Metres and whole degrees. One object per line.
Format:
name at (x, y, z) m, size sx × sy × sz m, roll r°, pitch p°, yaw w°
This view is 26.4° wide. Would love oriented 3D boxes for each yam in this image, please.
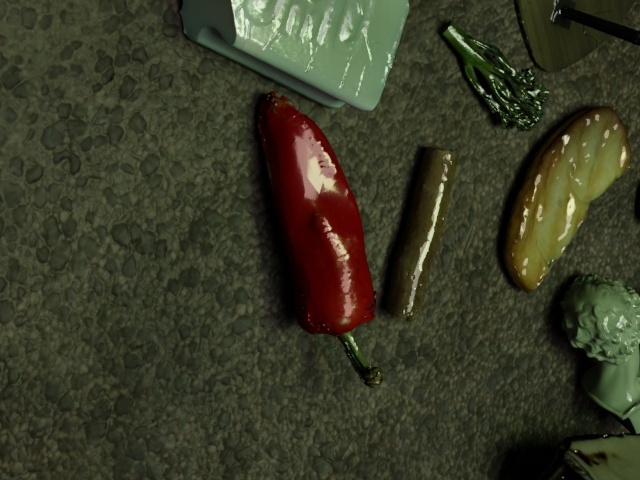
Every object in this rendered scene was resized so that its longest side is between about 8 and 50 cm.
yam at (0.135, -0.011, 1.822) m, size 0.057 × 0.057 × 0.241 m, roll 16°, pitch 86°, yaw -39°

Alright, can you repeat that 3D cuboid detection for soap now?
soap at (-0.037, -0.281, 1.606) m, size 0.289 × 0.095 × 0.172 m, roll 23°, pitch 83°, yaw -39°

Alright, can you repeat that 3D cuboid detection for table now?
table at (0.459, -0.400, 1.882) m, size 0.317 × 0.249 × 0.317 m, roll -8°, pitch 103°, yaw -37°

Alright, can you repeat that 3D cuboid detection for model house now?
model house at (0.422, 0.465, 2.015) m, size 0.317 × 0.297 × 0.282 m, roll 2°, pitch 141°, yaw -44°

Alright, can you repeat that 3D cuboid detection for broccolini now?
broccolini at (0.239, -0.222, 1.858) m, size 0.203 × 0.068 × 0.091 m, roll 35°, pitch 95°, yaw -36°

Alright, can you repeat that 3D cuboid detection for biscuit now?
biscuit at (0.351, -0.074, 1.986) m, size 0.299 × 0.045 × 0.154 m, roll -49°, pitch 125°, yaw -20°

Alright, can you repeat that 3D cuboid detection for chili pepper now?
chili pepper at (0.000, 0.000, 1.685) m, size 0.110 × 0.110 × 0.387 m, roll -23°, pitch 107°, yaw -34°

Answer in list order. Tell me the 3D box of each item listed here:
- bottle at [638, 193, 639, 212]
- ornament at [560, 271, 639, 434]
bottle at (0.607, -0.047, 2.178) m, size 0.254 × 0.079 × 0.096 m, roll 3°, pitch 134°, yaw -39°
ornament at (0.446, 0.183, 2.054) m, size 0.120 × 0.130 × 0.285 m, roll -32°, pitch 117°, yaw -16°
